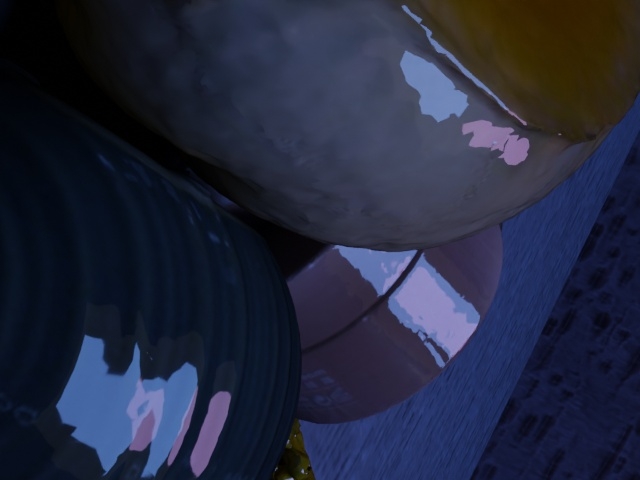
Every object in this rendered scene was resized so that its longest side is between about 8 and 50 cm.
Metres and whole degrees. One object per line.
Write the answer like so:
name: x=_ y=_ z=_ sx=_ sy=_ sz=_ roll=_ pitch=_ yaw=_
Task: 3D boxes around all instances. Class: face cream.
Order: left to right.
face cream: x=0.000 y=0.000 z=0.805 sx=0.104 sy=0.149 sz=0.149 roll=46 pitch=64 yaw=-37

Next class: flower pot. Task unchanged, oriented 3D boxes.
flower pot: x=-0.102 y=0.034 z=0.560 sx=0.157 sy=0.189 sz=0.243 roll=-55 pitch=162 yaw=-1

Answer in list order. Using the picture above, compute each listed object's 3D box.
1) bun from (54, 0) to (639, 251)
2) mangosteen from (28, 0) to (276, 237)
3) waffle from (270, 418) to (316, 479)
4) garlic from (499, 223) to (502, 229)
bun: x=-0.016 y=-0.132 z=0.583 sx=0.299 sy=0.164 sz=0.299 roll=33 pitch=46 yaw=-44
mangosteen: x=-0.068 y=-0.062 z=0.712 sx=0.137 sy=0.137 sz=0.151 roll=27 pitch=53 yaw=-76
waffle: x=-0.043 y=0.118 z=1.013 sx=0.197 sy=0.070 sz=0.193 roll=84 pitch=-10 yaw=-54
garlic: x=0.049 y=-0.052 z=1.057 sx=0.245 sy=0.160 sz=0.245 roll=-47 pitch=150 yaw=-37
